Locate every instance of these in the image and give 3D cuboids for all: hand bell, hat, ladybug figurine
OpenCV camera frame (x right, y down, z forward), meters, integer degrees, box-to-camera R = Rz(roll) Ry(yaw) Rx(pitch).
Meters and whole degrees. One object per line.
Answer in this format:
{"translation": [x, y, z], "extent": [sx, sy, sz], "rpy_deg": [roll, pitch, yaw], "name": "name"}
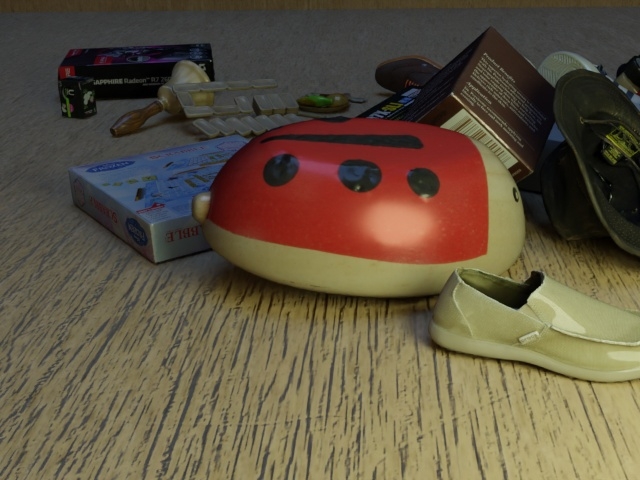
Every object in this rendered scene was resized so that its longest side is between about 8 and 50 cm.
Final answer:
{"translation": [-0.353, -0.280, 1.941], "extent": [0.126, 0.126, 0.242], "rpy_deg": [16, 41, 36], "name": "hand bell"}
{"translation": [0.389, -0.079, 1.285], "extent": [0.134, 0.331, 0.331], "rpy_deg": [-35, -2, 39], "name": "hat"}
{"translation": [0.060, -0.057, 1.182], "extent": [0.450, 0.161, 0.305], "rpy_deg": [-2, 32, -17], "name": "ladybug figurine"}

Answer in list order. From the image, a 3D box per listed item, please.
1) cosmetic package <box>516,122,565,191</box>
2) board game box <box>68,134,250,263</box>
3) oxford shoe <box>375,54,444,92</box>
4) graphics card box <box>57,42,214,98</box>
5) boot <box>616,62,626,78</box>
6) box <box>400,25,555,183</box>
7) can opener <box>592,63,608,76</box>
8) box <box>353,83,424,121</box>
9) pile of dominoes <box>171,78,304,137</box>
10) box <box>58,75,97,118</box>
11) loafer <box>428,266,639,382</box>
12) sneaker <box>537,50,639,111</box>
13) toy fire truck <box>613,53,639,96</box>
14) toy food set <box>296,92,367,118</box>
{"translation": [0.402, -0.137, 1.516], "extent": [0.238, 0.107, 0.127], "rpy_deg": [12, 25, 36], "name": "cosmetic package"}
{"translation": [-0.188, -0.078, 1.438], "extent": [0.319, 0.065, 0.318], "rpy_deg": [-15, 26, -31], "name": "board game box"}
{"translation": [0.229, -0.363, 2.095], "extent": [0.272, 0.096, 0.098], "rpy_deg": [14, 33, 34], "name": "oxford shoe"}
{"translation": [-0.452, -0.423, 2.273], "extent": [0.371, 0.094, 0.232], "rpy_deg": [-3, 22, -6], "name": "graphics card box"}
{"translation": [0.830, -0.376, 2.089], "extent": [0.247, 0.094, 0.207], "rpy_deg": [-8, 26, -2], "name": "boot"}
{"translation": [0.233, -0.174, 1.375], "extent": [0.167, 0.168, 0.203], "rpy_deg": [-38, 13, 46], "name": "box"}
{"translation": [0.571, -0.326, 1.944], "extent": [0.074, 0.093, 0.280], "rpy_deg": [13, 5, 26], "name": "can opener"}
{"translation": [0.195, -0.188, 1.639], "extent": [0.257, 0.079, 0.322], "rpy_deg": [12, 32, 33], "name": "box"}
{"translation": [-0.168, -0.267, 1.915], "extent": [0.251, 0.040, 0.196], "rpy_deg": [-8, 44, -22], "name": "pile of dominoes"}
{"translation": [-0.540, -0.319, 2.029], "extent": [0.062, 0.083, 0.052], "rpy_deg": [7, 22, 21], "name": "box"}
{"translation": [0.249, 0.084, 0.981], "extent": [0.269, 0.092, 0.102], "rpy_deg": [5, 23, 14], "name": "loafer"}
{"translation": [0.536, -0.228, 1.670], "extent": [0.148, 0.131, 0.350], "rpy_deg": [9, 32, -37], "name": "sneaker"}
{"translation": [0.695, -0.260, 1.790], "extent": [0.246, 0.158, 0.217], "rpy_deg": [51, 40, 9], "name": "toy fire truck"}
{"translation": [0.010, -0.322, 2.069], "extent": [0.133, 0.038, 0.192], "rpy_deg": [13, 26, 30], "name": "toy food set"}
